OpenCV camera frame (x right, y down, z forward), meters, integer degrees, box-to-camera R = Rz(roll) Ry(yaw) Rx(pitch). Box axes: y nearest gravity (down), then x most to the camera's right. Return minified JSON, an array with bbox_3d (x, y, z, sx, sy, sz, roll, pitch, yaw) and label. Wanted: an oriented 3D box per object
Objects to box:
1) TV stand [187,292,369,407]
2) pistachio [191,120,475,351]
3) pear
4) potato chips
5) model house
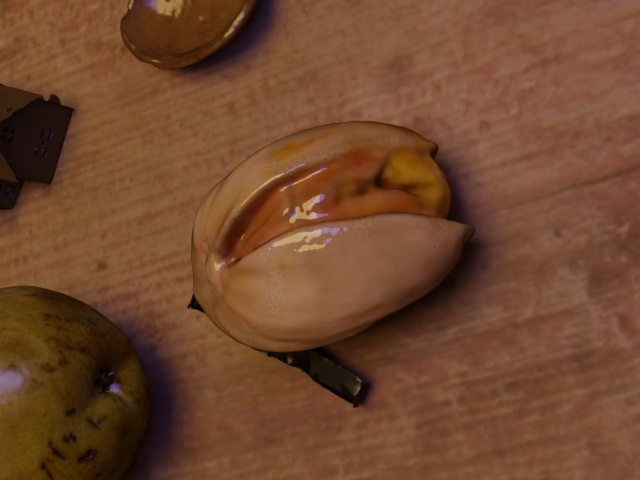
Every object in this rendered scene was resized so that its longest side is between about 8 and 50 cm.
[{"bbox_3d":[-0.047,0.118,1.624,0.249,0.042,0.036,28,95,31],"label":"TV stand"},{"bbox_3d":[0.000,0.000,1.513,0.309,0.230,0.230,-24,70,8],"label":"pistachio"},{"bbox_3d":[-0.347,0.197,1.662,0.304,0.304,0.304,-5,80,31],"label":"pear"},{"bbox_3d":[-0.149,-0.290,1.735,0.208,0.062,0.195,-43,58,20],"label":"potato chips"},{"bbox_3d":[-0.472,-0.130,1.799,0.181,0.248,0.176,16,91,33],"label":"model house"}]
